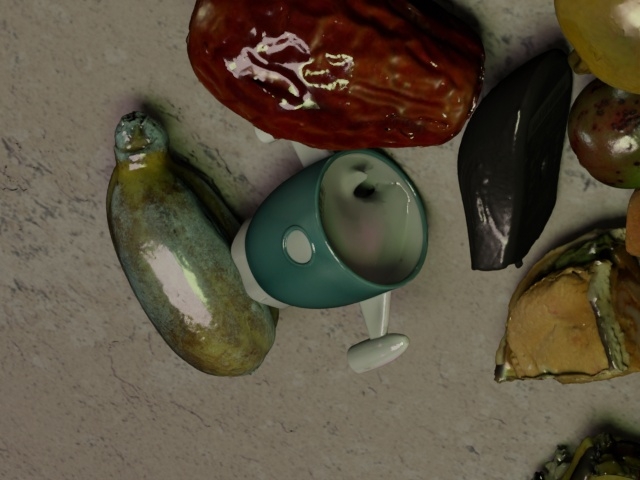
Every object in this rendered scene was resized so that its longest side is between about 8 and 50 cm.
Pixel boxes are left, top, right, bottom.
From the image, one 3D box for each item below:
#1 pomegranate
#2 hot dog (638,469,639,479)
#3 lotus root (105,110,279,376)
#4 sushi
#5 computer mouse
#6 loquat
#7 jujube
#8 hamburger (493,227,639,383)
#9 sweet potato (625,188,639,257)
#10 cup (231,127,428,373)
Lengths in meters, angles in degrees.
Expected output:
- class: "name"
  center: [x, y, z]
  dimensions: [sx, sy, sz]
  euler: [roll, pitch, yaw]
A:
- class: "pomegranate"
  center: [0.301, -0.114, 1.822]
  dimensions: [0.130, 0.130, 0.130]
  euler: [12, 129, 15]
- class: "hot dog"
  center: [0.433, 0.231, 1.917]
  dimensions: [0.185, 0.223, 0.405]
  euler: [23, 127, 26]
- class: "lotus root"
  center: [-0.162, 0.011, 2.086]
  dimensions: [0.140, 0.158, 0.322]
  euler: [-26, 107, 17]
- class: "sushi"
  center: [0.294, 0.334, 2.171]
  dimensions: [0.139, 0.131, 0.291]
  euler: [17, 127, -20]
- class: "computer mouse"
  center: [0.189, -0.082, 1.879]
  dimensions: [0.088, 0.147, 0.264]
  euler: [18, 128, 24]
- class: "loquat"
  center: [0.295, -0.213, 1.725]
  dimensions: [0.172, 0.149, 0.204]
  euler: [32, 143, -9]
- class: "jujube"
  center: [0.014, -0.183, 1.840]
  dimensions: [0.290, 0.197, 0.197]
  euler: [15, 132, -8]
- class: "hamburger"
  center: [0.276, 0.078, 1.990]
  dimensions: [0.208, 0.135, 0.155]
  euler: [-25, 77, 55]
- class: "sweet potato"
  center: [0.403, -0.059, 1.837]
  dimensions: [0.252, 0.097, 0.097]
  euler: [-31, 109, 33]
- class: "cup"
  center: [0.000, 0.000, 2.011]
  dimensions: [0.173, 0.167, 0.299]
  euler: [-24, 87, 43]
